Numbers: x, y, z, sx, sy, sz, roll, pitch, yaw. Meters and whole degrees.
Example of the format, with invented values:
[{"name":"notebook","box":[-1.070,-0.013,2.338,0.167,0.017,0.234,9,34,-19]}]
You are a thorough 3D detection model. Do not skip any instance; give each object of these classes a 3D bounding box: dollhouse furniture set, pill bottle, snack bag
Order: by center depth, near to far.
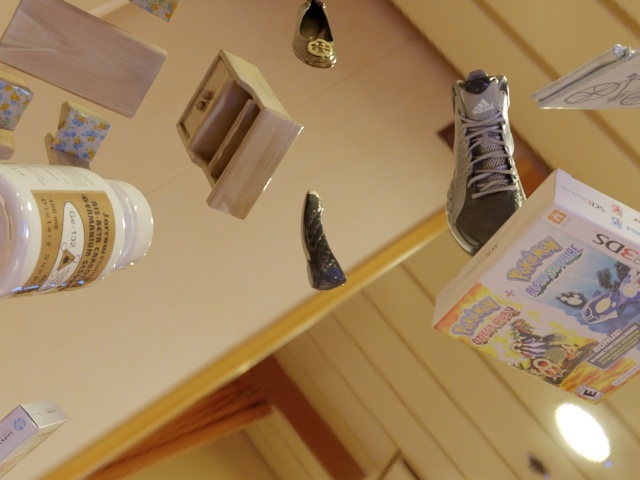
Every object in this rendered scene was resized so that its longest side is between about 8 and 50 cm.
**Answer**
[{"name":"pill bottle","box":[-0.274,-0.012,1.007,0.131,0.131,0.229,52,20,13]},{"name":"dollhouse furniture set","box":[-0.262,-0.221,1.447,0.394,0.362,0.256,22,21,-32]},{"name":"snack bag","box":[0.553,-0.282,1.558,0.342,0.323,0.037,-26,-106,49]}]

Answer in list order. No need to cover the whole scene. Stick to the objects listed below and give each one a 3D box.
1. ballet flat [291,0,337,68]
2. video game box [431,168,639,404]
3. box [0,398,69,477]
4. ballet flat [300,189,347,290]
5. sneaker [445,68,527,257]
[{"name":"ballet flat","box":[-0.010,-0.401,1.890,0.250,0.084,0.058,-93,-160,-53]},{"name":"video game box","box":[0.228,0.050,0.880,0.187,0.048,0.205,27,-43,-8]},{"name":"box","box":[-0.386,0.259,1.142,0.038,0.186,0.145,47,-6,4]},{"name":"ballet flat","box":[0.000,0.000,1.386,0.057,0.049,0.173,101,-16,-51]},{"name":"sneaker","box":[0.163,-0.094,1.012,0.229,0.086,0.132,-90,169,-48]}]
